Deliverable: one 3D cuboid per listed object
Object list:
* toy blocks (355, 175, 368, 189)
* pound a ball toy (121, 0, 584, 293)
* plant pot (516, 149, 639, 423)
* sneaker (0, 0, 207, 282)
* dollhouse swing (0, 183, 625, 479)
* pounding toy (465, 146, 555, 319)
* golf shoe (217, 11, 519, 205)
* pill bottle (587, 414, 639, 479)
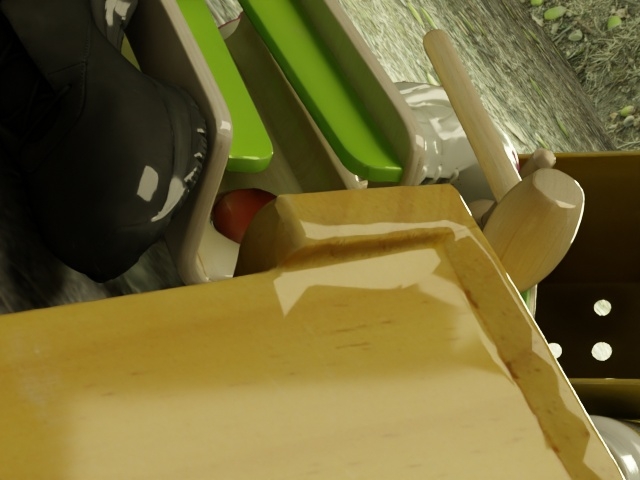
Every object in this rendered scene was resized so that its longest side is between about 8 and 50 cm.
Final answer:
[{"bbox_3d":[0.000,0.000,0.972,0.123,0.054,0.148,-15,66,-28],"label":"toy blocks"},{"bbox_3d":[-0.012,-0.066,0.880,0.208,0.135,0.319,2,37,-26],"label":"pound a ball toy"},{"bbox_3d":[0.238,0.060,1.274,0.187,0.212,0.212,63,30,-60],"label":"plant pot"},{"bbox_3d":[-0.152,-0.090,0.763,0.130,0.109,0.286,27,24,-41],"label":"sneaker"},{"bbox_3d":[-0.012,0.194,0.645,0.346,0.305,0.315,62,-23,24],"label":"dollhouse swing"},{"bbox_3d":[0.086,0.060,1.056,0.183,0.110,0.236,101,-1,-73],"label":"pounding toy"},{"bbox_3d":[0.034,-0.063,1.137,0.306,0.115,0.140,18,49,-32],"label":"golf shoe"},{"bbox_3d":[0.225,0.200,1.173,0.119,0.119,0.208,62,18,21],"label":"pill bottle"}]
